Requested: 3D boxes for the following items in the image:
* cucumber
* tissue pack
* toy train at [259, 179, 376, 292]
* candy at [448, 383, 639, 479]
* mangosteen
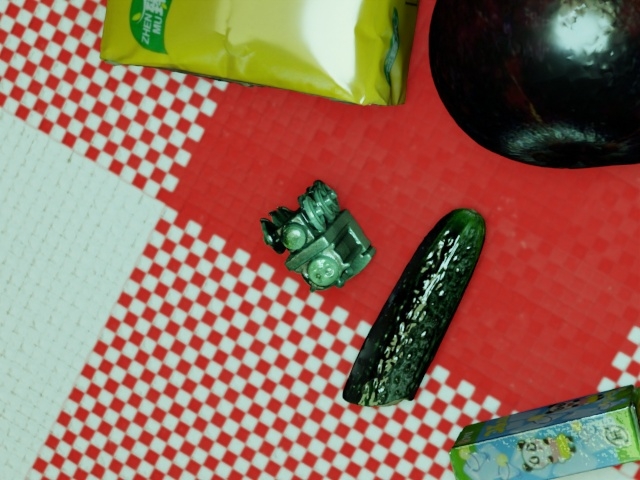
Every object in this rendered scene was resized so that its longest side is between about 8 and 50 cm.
[{"bbox_3d":[0.101,0.073,1.755,0.074,0.074,0.241,28,100,10],"label":"cucumber"},{"bbox_3d":[-0.037,-0.337,1.671,0.293,0.228,0.382,11,99,11],"label":"tissue pack"},{"bbox_3d":[0.000,0.000,1.724,0.071,0.170,0.111,-36,93,14],"label":"toy train"},{"bbox_3d":[0.236,0.205,1.723,0.194,0.097,0.062,-15,95,15],"label":"candy"},{"bbox_3d":[0.251,-0.212,1.588,0.300,0.300,0.300,1,96,14],"label":"mangosteen"}]
